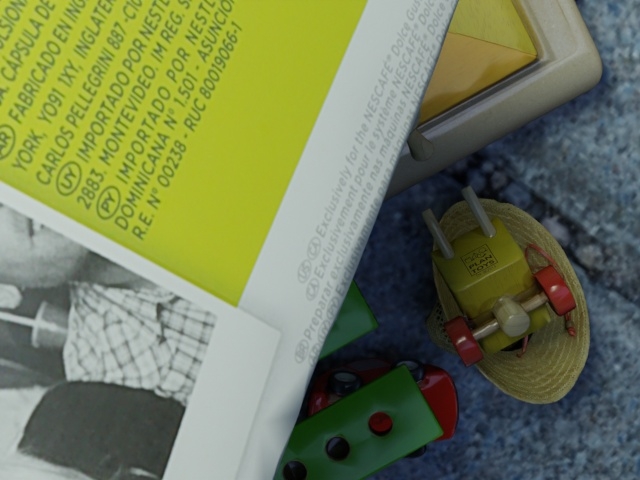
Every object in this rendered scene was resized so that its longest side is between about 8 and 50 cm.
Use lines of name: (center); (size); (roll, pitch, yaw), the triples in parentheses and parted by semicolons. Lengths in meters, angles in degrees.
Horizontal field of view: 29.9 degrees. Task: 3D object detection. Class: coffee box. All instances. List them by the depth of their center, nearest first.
coffee box: (-0.214, -0.041, 0.411); (0.334, 0.337, 0.338); (38, 65, -35)

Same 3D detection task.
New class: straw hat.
straw hat: (0.102, 0.046, 0.754); (0.144, 0.144, 0.061); (39, 136, -21)

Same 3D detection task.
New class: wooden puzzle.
wooden puzzle: (0.023, -0.134, 0.679); (0.221, 0.044, 0.239); (-29, 113, 5)

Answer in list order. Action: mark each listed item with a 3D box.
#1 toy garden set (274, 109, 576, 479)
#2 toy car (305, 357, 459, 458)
toy garden set: (0.000, 0.000, 0.659); (0.204, 0.049, 0.244); (-30, 89, 3)
toy car: (-0.061, 0.099, 0.744); (0.239, 0.053, 0.225); (-39, 111, 1)
